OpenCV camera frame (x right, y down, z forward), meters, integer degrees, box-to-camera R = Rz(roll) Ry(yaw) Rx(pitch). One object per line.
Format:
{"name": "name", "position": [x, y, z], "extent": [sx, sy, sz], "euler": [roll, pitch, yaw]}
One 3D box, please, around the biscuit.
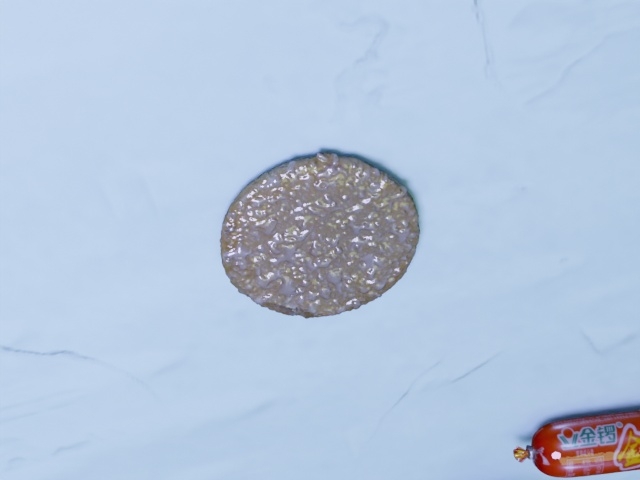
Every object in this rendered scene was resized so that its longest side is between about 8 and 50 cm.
{"name": "biscuit", "position": [0.000, 0.000, 0.617], "extent": [0.120, 0.015, 0.120], "euler": [-5, 128, -6]}

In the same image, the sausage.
{"name": "sausage", "position": [0.207, 0.139, 0.744], "extent": [0.145, 0.048, 0.050], "euler": [-6, 123, -2]}
